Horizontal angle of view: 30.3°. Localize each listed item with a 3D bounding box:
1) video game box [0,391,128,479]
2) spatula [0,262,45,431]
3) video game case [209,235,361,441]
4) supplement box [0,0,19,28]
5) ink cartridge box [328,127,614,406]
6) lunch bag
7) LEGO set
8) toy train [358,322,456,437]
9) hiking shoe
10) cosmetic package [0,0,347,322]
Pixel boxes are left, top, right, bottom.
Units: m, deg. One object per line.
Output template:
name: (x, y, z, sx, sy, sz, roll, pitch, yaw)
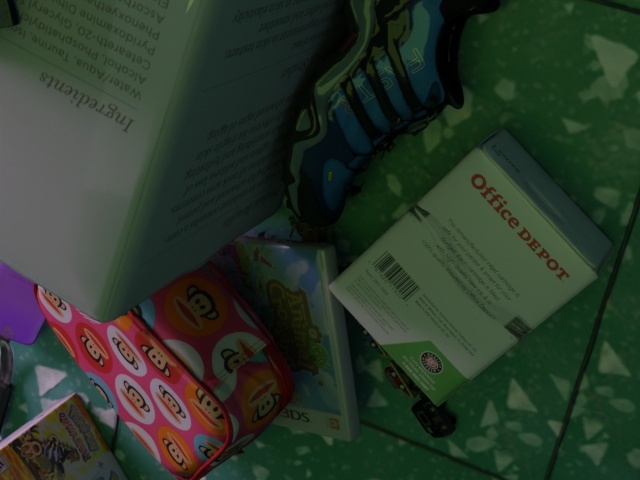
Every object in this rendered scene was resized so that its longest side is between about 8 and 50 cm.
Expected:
video game box: (-0.297, 0.306, 1.368, 0.048, 0.187, 0.205, -27, 96, 26)
spatula: (-0.389, 0.159, 1.446, 0.084, 0.030, 0.296, 24, 117, 12)
video game case: (-0.052, 0.099, 1.247, 0.193, 0.023, 0.212, 5, 111, 38)
supplement box: (-0.285, -0.173, 0.867, 0.083, 0.083, 0.056, -6, 105, 28)
ink cartridge box: (0.142, 0.025, 1.118, 0.160, 0.092, 0.219, 48, 120, 3)
lunch bag: (-0.179, 0.113, 1.248, 0.293, 0.120, 0.258, 50, 144, 8)
LEGO set: (-0.001, 0.002, 1.221, 0.054, 0.023, 0.083, -17, 114, 31)
toy train: (0.087, 0.138, 1.225, 0.036, 0.027, 0.158, -30, 95, 41)
hiking shoe: (0.059, -0.130, 1.088, 0.132, 0.113, 0.304, 29, 118, 14)
cosmetic package: (-0.179, -0.209, 1.044, 0.327, 0.329, 0.393, 29, 117, 13)
